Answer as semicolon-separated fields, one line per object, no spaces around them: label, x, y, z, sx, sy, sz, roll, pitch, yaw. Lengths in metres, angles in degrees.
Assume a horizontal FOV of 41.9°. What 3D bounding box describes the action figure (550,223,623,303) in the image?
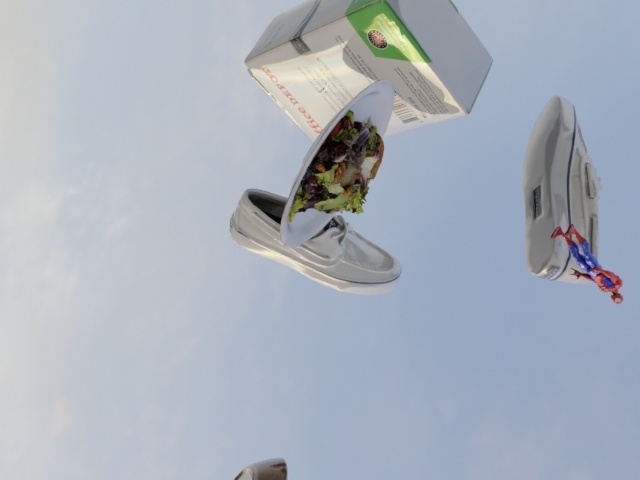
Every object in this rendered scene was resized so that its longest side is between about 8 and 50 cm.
action figure;0.309;0.031;0.955;0.030;0.115;0.038;-53;-164;-27

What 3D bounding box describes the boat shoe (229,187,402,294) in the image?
boat shoe;0.000;0.000;1.175;0.095;0.258;0.084;-80;-170;-45

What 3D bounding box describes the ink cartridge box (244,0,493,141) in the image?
ink cartridge box;0.064;-0.260;1.210;0.289;0.211;0.121;-9;-136;46

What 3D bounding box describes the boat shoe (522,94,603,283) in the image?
boat shoe;0.329;-0.068;1.105;0.096;0.088;0.267;126;-25;-57

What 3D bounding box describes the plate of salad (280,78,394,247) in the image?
plate of salad;0.027;-0.072;0.859;0.048;0.200;0.200;35;-87;15

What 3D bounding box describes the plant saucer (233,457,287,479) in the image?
plant saucer;-0.081;0.277;0.777;0.168;0.029;0.168;-58;-168;20
